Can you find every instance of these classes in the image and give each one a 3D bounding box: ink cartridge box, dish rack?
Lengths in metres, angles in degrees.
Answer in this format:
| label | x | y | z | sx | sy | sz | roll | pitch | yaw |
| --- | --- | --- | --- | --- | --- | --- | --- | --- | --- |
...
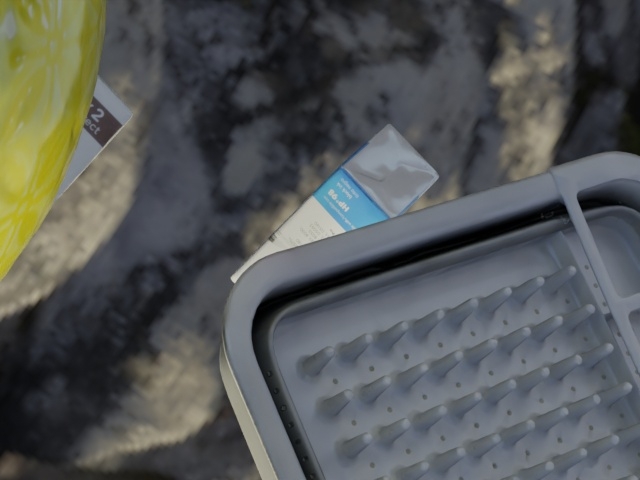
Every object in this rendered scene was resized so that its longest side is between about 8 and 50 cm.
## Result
| label | x | y | z | sx | sy | sz | roll | pitch | yaw |
| --- | --- | --- | --- | --- | --- | --- | --- | --- | --- |
| ink cartridge box | 0.000 | 0.000 | 1.528 | 0.180 | 0.060 | 0.104 | -44 | 180 | 32 |
| dish rack | 0.111 | 0.116 | 1.062 | 0.332 | 0.286 | 0.072 | -16 | 167 | -34 |

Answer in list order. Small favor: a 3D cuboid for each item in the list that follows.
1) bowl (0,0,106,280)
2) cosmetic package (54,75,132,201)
| label | x | y | z | sx | sy | sz | roll | pitch | yaw |
| --- | --- | --- | --- | --- | --- | --- | --- | --- | --- |
| bowl | -0.159 | -0.092 | 0.615 | 0.156 | 0.289 | 0.289 | -17 | 131 | -50 |
| cosmetic package | -0.245 | -0.064 | 1.226 | 0.151 | 0.151 | 0.183 | -52 | -165 | -25 |
